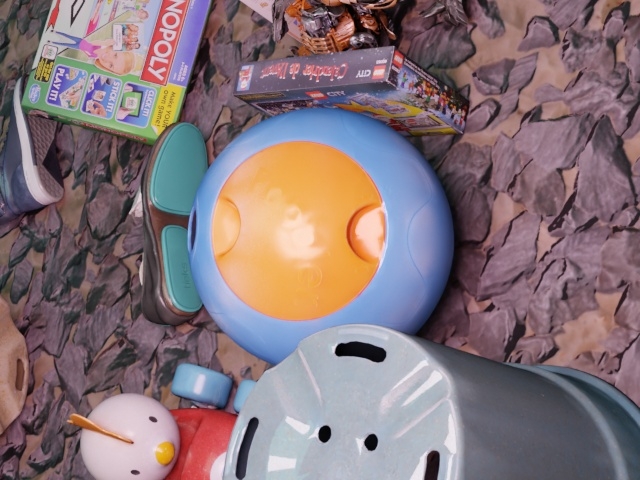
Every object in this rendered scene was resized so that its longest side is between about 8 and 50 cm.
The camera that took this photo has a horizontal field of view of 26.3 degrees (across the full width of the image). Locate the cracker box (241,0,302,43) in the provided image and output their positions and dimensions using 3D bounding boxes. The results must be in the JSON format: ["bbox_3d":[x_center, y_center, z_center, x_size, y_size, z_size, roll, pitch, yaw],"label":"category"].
[{"bbox_3d":[-0.086,-0.351,1.745,0.067,0.232,0.156,-46,50,15],"label":"cracker box"}]

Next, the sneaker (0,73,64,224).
[{"bbox_3d":[-0.476,-0.131,2.073,0.163,0.086,0.226,-25,58,26],"label":"sneaker"}]

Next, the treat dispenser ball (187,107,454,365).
[{"bbox_3d":[0.000,0.000,1.487,0.288,0.288,0.288,-17,62,34],"label":"treat dispenser ball"}]

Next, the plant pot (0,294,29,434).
[{"bbox_3d":[-0.591,0.189,1.902,0.305,0.334,0.334,-12,64,24],"label":"plant pot"}]

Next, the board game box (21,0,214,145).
[{"bbox_3d":[-0.269,-0.304,1.919,0.213,0.046,0.317,14,78,1],"label":"board game box"}]

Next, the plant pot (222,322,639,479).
[{"bbox_3d":[0.109,0.239,1.264,0.341,0.334,0.341,-16,62,33],"label":"plant pot"}]

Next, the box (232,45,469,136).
[{"bbox_3d":[0.035,-0.169,1.618,0.233,0.159,0.044,0,72,39],"label":"box"}]

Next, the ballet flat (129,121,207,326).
[{"bbox_3d":[-0.207,-0.020,1.804,0.096,0.095,0.280,-24,57,44],"label":"ballet flat"}]

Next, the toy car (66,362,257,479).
[{"bbox_3d":[-0.181,0.242,1.566,0.210,0.238,0.219,9,78,41],"label":"toy car"}]

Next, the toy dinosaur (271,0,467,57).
[{"bbox_3d":[0.050,-0.309,1.617,0.322,0.218,0.164,120,134,-65],"label":"toy dinosaur"}]
